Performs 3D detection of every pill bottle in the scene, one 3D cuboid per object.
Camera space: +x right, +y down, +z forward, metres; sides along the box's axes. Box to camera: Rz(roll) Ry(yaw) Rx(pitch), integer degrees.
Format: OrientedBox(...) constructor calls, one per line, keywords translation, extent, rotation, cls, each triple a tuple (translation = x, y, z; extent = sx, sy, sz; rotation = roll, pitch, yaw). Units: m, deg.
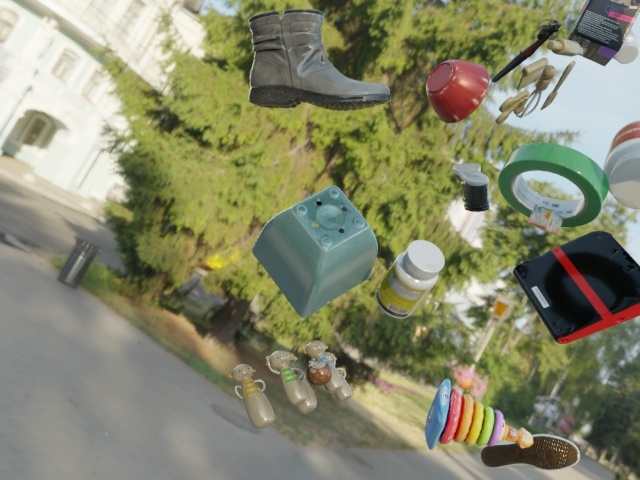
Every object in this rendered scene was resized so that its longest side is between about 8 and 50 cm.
OrientedBox(translation=(0.944, -0.621, 2.020), extent=(0.087, 0.087, 0.160), rotation=(31, 40, -19), cls="pill bottle")
OrientedBox(translation=(0.229, 0.099, 1.646), extent=(0.119, 0.119, 0.208), rotation=(29, -42, 3), cls="pill bottle")
OrientedBox(translation=(1.074, -0.252, 2.146), extent=(0.229, 0.228, 0.408), rotation=(28, 33, 14), cls="pill bottle")

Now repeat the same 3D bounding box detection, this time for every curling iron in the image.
OrientedBox(translation=(0.605, -0.564, 1.918), extent=(0.068, 0.035, 0.274), rotation=(6, -27, -27), cls="curling iron")

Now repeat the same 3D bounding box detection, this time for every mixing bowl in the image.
OrientedBox(translation=(0.355, -0.421, 1.745), extent=(0.098, 0.181, 0.181), rotation=(25, -1, -35), cls="mixing bowl")

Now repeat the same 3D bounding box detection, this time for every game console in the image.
OrientedBox(translation=(0.828, 0.136, 2.021), extent=(0.060, 0.342, 0.386), rotation=(57, 11, -31), cls="game console")

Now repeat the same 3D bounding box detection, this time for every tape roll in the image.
OrientedBox(translation=(0.723, -0.169, 2.009), extent=(0.321, 0.077, 0.321), rotation=(25, -25, 13), cls="tape roll")

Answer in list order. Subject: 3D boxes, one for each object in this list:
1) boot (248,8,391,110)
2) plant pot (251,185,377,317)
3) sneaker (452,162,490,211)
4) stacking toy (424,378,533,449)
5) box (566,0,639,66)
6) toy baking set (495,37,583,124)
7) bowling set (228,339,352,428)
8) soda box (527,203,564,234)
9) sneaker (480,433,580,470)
OrientedBox(translation=(-0.003, -0.415, 1.460), extent=(0.339, 0.222, 0.118), rotation=(4, 2, 2), cls="boot")
OrientedBox(translation=(0.000, 0.000, 1.661), extent=(0.247, 0.248, 0.252), rotation=(51, -28, 18), cls="plant pot")
OrientedBox(translation=(0.551, -0.193, 2.372), extent=(0.105, 0.146, 0.295), rotation=(-6, 22, 1), cls="sneaker")
OrientedBox(translation=(0.467, 0.536, 1.856), extent=(0.302, 0.175, 0.165), rotation=(16, -50, 6), cls="stacking toy")
OrientedBox(translation=(0.838, -0.671, 1.856), extent=(0.143, 0.270, 0.165), rotation=(28, 3, 9), cls="box")
OrientedBox(translation=(0.431, -0.314, 1.265), extent=(0.256, 0.196, 0.030), rotation=(-17, 63, -46), cls="toy baking set")
OrientedBox(translation=(-0.034, 0.282, 1.430), extent=(0.287, 0.199, 0.154), rotation=(-8, 55, -36), cls="bowling set")
OrientedBox(translation=(0.665, -0.060, 1.893), extent=(0.058, 0.062, 0.183), rotation=(25, 7, 28), cls="soda box")
OrientedBox(translation=(0.651, 0.651, 1.989), extent=(0.290, 0.105, 0.123), rotation=(-8, -15, 26), cls="sneaker")
